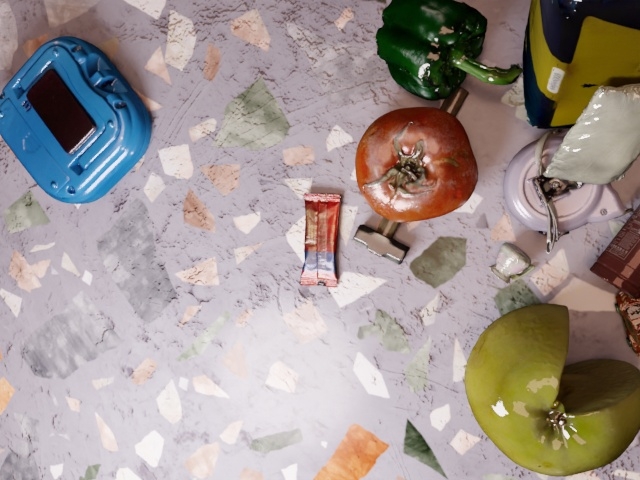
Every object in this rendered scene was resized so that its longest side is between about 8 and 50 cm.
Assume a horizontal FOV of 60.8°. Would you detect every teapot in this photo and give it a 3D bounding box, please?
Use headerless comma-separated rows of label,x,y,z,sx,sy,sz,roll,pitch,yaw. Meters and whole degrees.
teapot,0.366,0.048,1.043,0.083,0.064,0.064,27,112,-20

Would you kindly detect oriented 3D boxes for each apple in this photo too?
apple,0.400,0.258,0.950,0.292,0.254,0.292,3,99,19

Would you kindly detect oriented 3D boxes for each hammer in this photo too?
hammer,0.192,-0.132,1.081,0.111,0.043,0.365,29,101,13

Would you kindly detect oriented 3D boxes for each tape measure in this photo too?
tape measure,0.427,-0.094,0.985,0.178,0.105,0.196,-32,88,17

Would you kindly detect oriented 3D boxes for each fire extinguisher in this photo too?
fire extinguisher,0.594,-0.028,0.944,0.105,0.105,0.269,36,102,10

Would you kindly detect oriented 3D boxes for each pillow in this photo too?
pillow,0.440,-0.155,0.831,0.128,0.229,0.051,4,63,2

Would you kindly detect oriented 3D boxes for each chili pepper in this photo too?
chili pepper,0.226,-0.344,0.974,0.261,0.165,0.174,36,93,34

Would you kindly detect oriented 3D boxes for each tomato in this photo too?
tomato,0.177,-0.141,1.020,0.236,0.095,0.237,1,93,14

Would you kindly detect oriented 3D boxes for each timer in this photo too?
timer,-0.570,-0.273,1.246,0.309,0.115,0.340,-40,83,12

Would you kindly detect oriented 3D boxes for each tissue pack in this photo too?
tissue pack,0.441,-0.340,0.775,0.264,0.416,0.253,-1,79,16

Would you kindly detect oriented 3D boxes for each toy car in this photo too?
toy car,0.584,0.148,0.999,0.059,0.035,0.122,-19,92,20

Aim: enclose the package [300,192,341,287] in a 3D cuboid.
package,0.000,0.000,1.156,0.083,0.022,0.200,4,97,16
